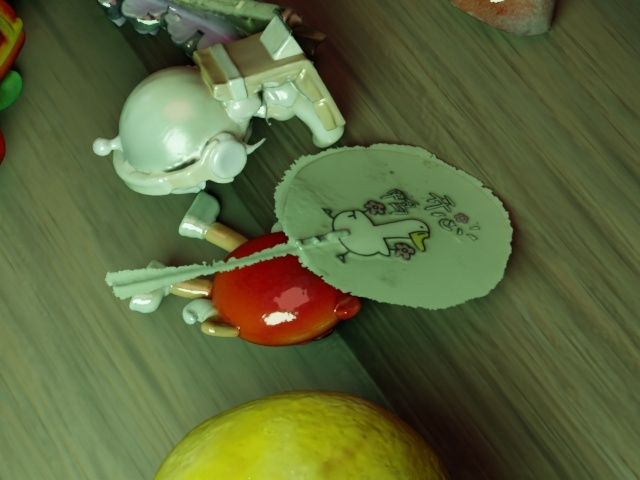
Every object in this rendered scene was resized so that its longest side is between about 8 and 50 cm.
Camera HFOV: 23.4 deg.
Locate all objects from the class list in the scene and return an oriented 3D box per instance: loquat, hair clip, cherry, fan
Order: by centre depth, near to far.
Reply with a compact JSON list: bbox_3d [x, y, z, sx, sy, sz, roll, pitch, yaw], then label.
[{"bbox_3d":[-0.014,0.248,1.245,0.275,0.275,0.275,-1,62,3],"label":"loquat"},{"bbox_3d":[0.000,-0.001,1.416,0.414,0.012,0.233,-15,47,-30],"label":"fan"},{"bbox_3d":[0.190,-0.272,1.598,0.126,0.087,0.106,26,70,19],"label":"cherry"},{"bbox_3d":[-0.135,-0.246,1.612,0.292,0.084,0.106,23,70,20],"label":"hair clip"}]

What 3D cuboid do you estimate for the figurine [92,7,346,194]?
[{"bbox_3d":[-0.103,-0.117,1.515,0.236,0.141,0.162,-28,38,-5],"label":"figurine"}]

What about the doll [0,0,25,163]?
[{"bbox_3d":[-0.397,-0.093,1.485,0.160,0.182,0.363,3,61,39],"label":"doll"}]

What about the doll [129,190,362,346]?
[{"bbox_3d":[-0.051,0.035,1.452,0.217,0.085,0.183,13,48,22],"label":"doll"}]
